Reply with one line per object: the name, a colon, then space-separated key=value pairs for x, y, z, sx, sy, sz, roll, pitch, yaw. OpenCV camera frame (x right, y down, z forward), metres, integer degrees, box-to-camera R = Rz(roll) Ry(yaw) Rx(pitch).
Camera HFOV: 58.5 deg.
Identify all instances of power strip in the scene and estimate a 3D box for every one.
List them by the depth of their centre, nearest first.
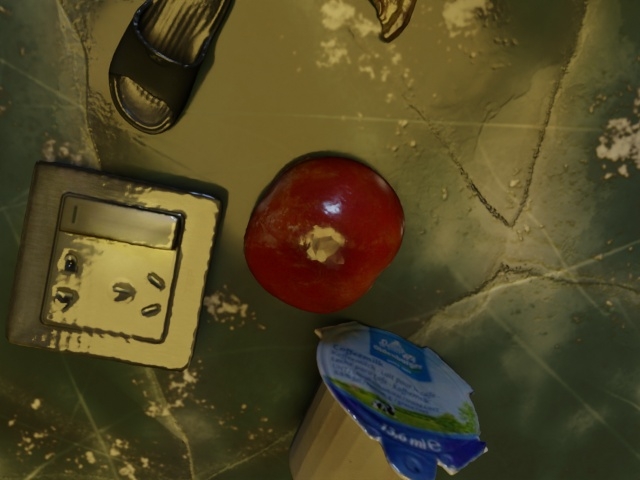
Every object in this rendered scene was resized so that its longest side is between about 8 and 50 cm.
power strip: x=-0.282 y=0.035 z=0.801 sx=0.257 sy=0.092 sz=0.251 roll=12 pitch=97 yaw=-5

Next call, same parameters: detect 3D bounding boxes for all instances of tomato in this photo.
tomato: x=0.000 y=0.000 z=0.778 sx=0.200 sy=0.139 sz=0.233 roll=34 pitch=102 yaw=-5

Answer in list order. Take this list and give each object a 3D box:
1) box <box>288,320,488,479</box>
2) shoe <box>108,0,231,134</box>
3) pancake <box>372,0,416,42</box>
box: x=0.077 y=0.288 z=0.805 sx=0.262 sy=0.291 sz=0.206 roll=20 pitch=115 yaw=-11
shoe: x=-0.195 y=-0.251 z=0.721 sx=0.108 sy=0.093 sz=0.241 roll=29 pitch=101 yaw=-12
pancake: x=0.037 y=-0.349 z=0.740 sx=0.190 sy=0.020 sz=0.184 roll=-5 pitch=107 yaw=-1
